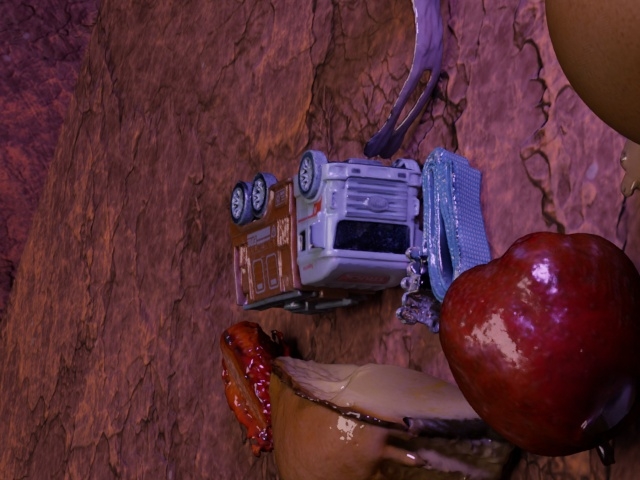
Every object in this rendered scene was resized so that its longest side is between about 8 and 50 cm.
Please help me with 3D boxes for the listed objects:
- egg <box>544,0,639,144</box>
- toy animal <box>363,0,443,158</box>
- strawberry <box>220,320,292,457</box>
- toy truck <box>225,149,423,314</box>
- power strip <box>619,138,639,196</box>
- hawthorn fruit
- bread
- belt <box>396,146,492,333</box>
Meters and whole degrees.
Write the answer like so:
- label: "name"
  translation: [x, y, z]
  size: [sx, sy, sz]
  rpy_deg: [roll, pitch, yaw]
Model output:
- label: "egg"
  translation: [0.292, -0.181, 1.245]
  size: [0.322, 0.250, 0.250]
  rpy_deg: [-159, 81, -85]
- label: "toy animal"
  translation: [0.095, -0.291, 1.908]
  size: [0.302, 0.225, 0.284]
  rpy_deg: [-42, 60, 36]
- label: "strawberry"
  translation: [-0.067, 0.181, 2.113]
  size: [0.188, 0.082, 0.121]
  rpy_deg: [-119, 26, -43]
- label: "toy truck"
  translation: [0.000, 0.000, 1.969]
  size: [0.305, 0.136, 0.162]
  rpy_deg: [161, 111, -65]
- label: "power strip"
  translation: [0.325, -0.170, 1.446]
  size: [0.064, 0.044, 0.305]
  rpy_deg: [-124, 49, -59]
- label: "hawthorn fruit"
  translation: [0.202, 0.097, 1.454]
  size: [0.185, 0.185, 0.202]
  rpy_deg: [-54, 51, 43]
- label: "bread"
  translation: [0.047, 0.199, 1.691]
  size: [0.262, 0.204, 0.163]
  rpy_deg: [-165, 90, -69]
- label: "belt"
  translation: [0.128, -0.005, 1.782]
  size: [0.100, 0.065, 0.179]
  rpy_deg: [-34, 46, 46]
